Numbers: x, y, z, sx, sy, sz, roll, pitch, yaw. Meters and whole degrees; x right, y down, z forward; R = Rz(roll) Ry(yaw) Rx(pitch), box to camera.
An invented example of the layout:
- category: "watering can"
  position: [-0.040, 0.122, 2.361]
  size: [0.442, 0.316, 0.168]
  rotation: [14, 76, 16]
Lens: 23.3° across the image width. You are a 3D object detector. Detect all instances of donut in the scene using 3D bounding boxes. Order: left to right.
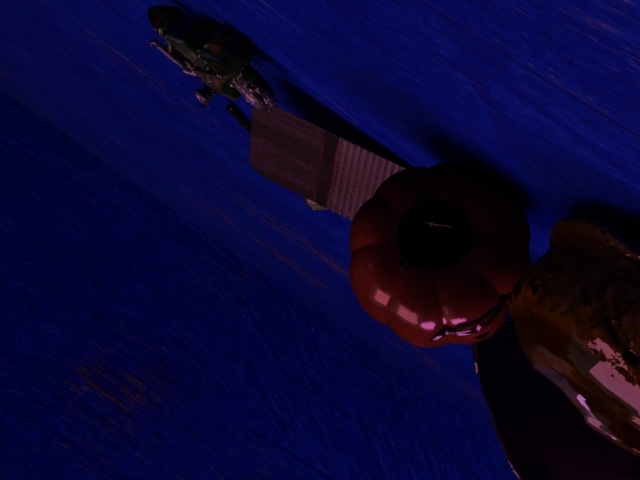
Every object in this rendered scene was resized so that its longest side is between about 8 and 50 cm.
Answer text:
- category: "donut"
  position: [0.316, 0.123, 1.416]
  size: [0.330, 0.160, 0.330]
  rotation: [39, 180, 0]

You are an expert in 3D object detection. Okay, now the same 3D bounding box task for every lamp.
- category: "lamp"
  position: [0.121, 0.017, 1.561]
  size: [0.187, 0.188, 0.164]
  rotation: [34, 175, 17]

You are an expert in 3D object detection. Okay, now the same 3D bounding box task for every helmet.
- category: "helmet"
  position: [0.306, 0.220, 1.826]
  size: [0.338, 0.197, 0.271]
  rotation: [64, -170, -61]

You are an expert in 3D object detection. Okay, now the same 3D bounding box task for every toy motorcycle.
- category: "toy motorcycle"
  position: [-0.122, -0.204, 1.759]
  size: [0.190, 0.074, 0.106]
  rotation: [31, 162, 41]

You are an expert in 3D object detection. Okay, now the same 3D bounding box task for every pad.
- category: "pad"
  position: [0.010, -0.014, 1.872]
  size: [0.250, 0.055, 0.323]
  rotation: [25, 134, 9]

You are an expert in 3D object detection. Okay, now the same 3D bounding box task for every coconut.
- category: "coconut"
  position: [0.009, -0.075, 1.915]
  size: [0.082, 0.081, 0.083]
  rotation: [29, 175, 14]

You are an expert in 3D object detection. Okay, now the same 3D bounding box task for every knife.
- category: "knife"
  position: [-0.098, -0.155, 2.193]
  size: [0.023, 0.010, 0.170]
  rotation: [32, 173, 28]

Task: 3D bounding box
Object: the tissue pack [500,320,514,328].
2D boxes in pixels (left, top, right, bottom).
- category: "tissue pack"
  position: [0.337, 0.200, 2.125]
  size: [0.185, 0.081, 0.257]
  rotation: [39, 173, -15]
